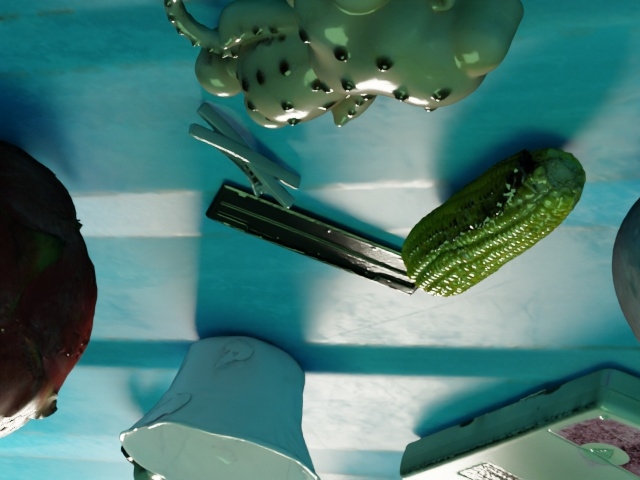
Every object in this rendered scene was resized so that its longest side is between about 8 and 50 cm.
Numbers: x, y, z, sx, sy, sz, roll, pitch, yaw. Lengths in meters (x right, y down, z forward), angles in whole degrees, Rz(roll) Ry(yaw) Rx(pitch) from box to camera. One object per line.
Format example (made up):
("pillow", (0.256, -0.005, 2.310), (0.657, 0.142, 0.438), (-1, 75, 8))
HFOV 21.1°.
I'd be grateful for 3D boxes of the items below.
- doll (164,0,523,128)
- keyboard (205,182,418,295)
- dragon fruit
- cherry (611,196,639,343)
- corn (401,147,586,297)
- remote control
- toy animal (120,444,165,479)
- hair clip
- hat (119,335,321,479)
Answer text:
("doll", (0.008, -0.139, 1.141), (0.154, 0.119, 0.278), (36, 156, -30))
("keyboard", (0.000, 0.000, 1.478), (0.198, 0.010, 0.063), (21, 150, -9))
("dragon fruit", (-0.336, 0.045, 1.442), (0.296, 0.295, 0.302), (6, 178, 18))
("cherry", (0.309, 0.030, 1.192), (0.213, 0.183, 0.266), (47, 155, -21))
("corn", (0.130, -0.014, 1.329), (0.072, 0.072, 0.203), (26, 148, -17))
("remote control", (0.226, 0.208, 1.685), (0.145, 0.050, 0.344), (29, 148, -22))
("toy animal", (-0.105, 0.283, 1.955), (0.255, 0.090, 0.170), (37, 149, -28))
("hair clip", (-0.067, -0.066, 1.375), (0.039, 0.030, 0.115), (-9, 143, 40))
("hat", (-0.084, 0.172, 1.702), (0.203, 0.126, 0.203), (12, 151, 7))
